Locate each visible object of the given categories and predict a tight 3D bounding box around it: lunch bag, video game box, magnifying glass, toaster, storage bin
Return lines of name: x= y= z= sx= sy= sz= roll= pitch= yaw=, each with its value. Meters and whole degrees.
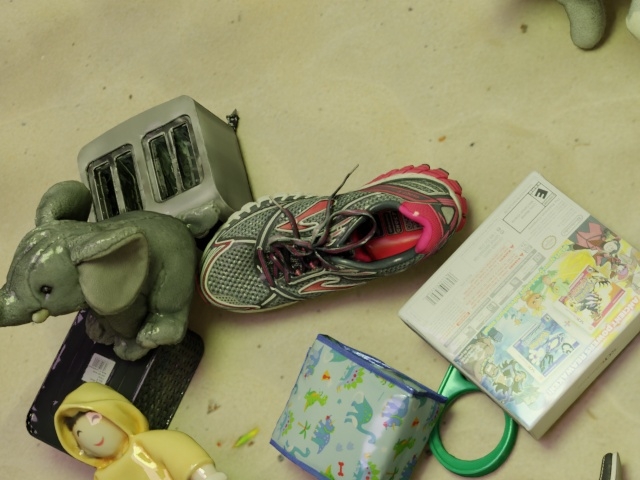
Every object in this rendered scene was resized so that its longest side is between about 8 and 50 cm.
lunch bag: x=0.030 y=0.178 z=1.594 sx=0.151 sy=0.096 sz=0.128 roll=25 pitch=91 yaw=33
video game box: x=0.212 y=0.060 z=1.567 sx=0.205 sy=0.048 sz=0.187 roll=-46 pitch=59 yaw=-4
magnifying glass: x=0.153 y=0.124 z=1.605 sx=0.092 sy=0.026 sz=0.230 roll=-7 pitch=68 yaw=25
toaster: x=-0.169 y=-0.059 z=1.796 sx=0.168 sy=0.110 sz=0.185 roll=-24 pitch=60 yaw=16
storage bin: x=-0.225 y=0.157 z=1.751 sx=0.122 sy=0.084 sz=0.180 roll=20 pitch=81 yaw=33

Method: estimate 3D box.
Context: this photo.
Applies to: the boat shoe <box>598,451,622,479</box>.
boat shoe: x=0.257 y=0.257 z=1.482 sx=0.038 sy=0.046 sz=0.125 roll=3 pitch=79 yaw=24

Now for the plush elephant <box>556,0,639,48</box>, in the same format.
plush elephant: x=0.264 y=-0.311 z=1.610 sx=0.272 sy=0.255 sz=0.330 roll=-38 pitch=88 yaw=-37

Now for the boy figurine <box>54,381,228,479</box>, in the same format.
boy figurine: x=-0.165 y=0.261 z=1.612 sx=0.177 sy=0.092 sz=0.285 roll=-37 pitch=79 yaw=33

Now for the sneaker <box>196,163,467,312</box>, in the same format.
sneaker: x=0.000 y=0.000 z=1.655 sx=0.299 sy=0.112 sz=0.120 roll=-21 pitch=100 yaw=20

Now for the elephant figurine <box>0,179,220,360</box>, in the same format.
elephant figurine: x=-0.237 y=0.025 z=1.612 sx=0.169 sy=0.239 sz=0.186 roll=-12 pitch=66 yaw=29
